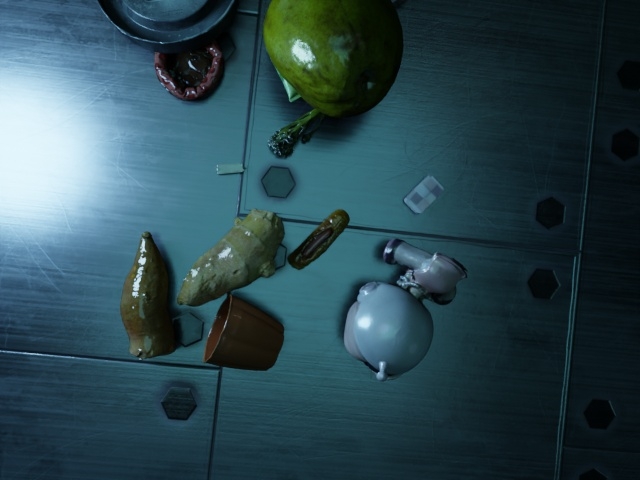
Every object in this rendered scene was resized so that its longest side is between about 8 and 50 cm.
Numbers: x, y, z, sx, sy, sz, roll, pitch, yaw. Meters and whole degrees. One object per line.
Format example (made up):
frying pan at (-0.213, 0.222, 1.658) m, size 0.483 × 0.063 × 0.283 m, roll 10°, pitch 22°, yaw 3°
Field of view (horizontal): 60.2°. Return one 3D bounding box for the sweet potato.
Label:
sweet potato at (-0.465, 0.145, 1.459) m, size 0.131 × 0.131 × 0.336 m, roll -8°, pitch 89°, yaw -4°

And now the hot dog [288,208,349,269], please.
hot dog at (0.000, 0.000, 1.531) m, size 0.216 × 0.047 × 0.066 m, roll -43°, pitch 95°, yaw -3°

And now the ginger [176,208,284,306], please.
ginger at (-0.239, 0.059, 1.473) m, size 0.354 × 0.126 × 0.190 m, roll -35°, pitch 78°, yaw 0°

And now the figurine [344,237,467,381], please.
figurine at (0.209, 0.183, 1.462) m, size 0.253 × 0.211 × 0.361 m, roll 37°, pitch 86°, yaw -3°

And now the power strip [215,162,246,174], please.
power strip at (-0.248, -0.198, 1.529) m, size 0.083 × 0.017 × 0.027 m, roll -4°, pitch 91°, yaw -4°

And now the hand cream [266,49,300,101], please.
hand cream at (-0.085, -0.482, 1.529) m, size 0.095 × 0.046 × 0.175 m, roll -31°, pitch 94°, yaw -10°

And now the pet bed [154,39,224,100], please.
pet bed at (-0.358, -0.484, 1.506) m, size 0.201 × 0.053 × 0.201 m, roll 0°, pitch 83°, yaw -4°

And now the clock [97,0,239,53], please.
clock at (-0.400, -0.683, 1.466) m, size 0.387 × 0.076 × 0.386 m, roll 0°, pitch 80°, yaw -3°

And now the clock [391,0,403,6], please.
clock at (0.141, -0.696, 1.534) m, size 0.192 × 0.071 × 0.147 m, roll -34°, pitch 92°, yaw -4°

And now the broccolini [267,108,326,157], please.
broccolini at (0.032, -0.348, 1.535) m, size 0.392 × 0.074 × 0.078 m, roll -30°, pitch 50°, yaw -5°

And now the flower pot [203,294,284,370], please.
flower pot at (-0.196, 0.257, 1.456) m, size 0.173 × 0.191 × 0.190 m, roll 22°, pitch 88°, yaw -14°

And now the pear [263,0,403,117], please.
pear at (0.039, -0.490, 1.363) m, size 0.352 × 0.352 × 0.413 m, roll -21°, pitch 52°, yaw -4°

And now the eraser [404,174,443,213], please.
eraser at (0.293, -0.130, 1.564) m, size 0.105 × 0.026 × 0.065 m, roll -44°, pitch 90°, yaw -3°
